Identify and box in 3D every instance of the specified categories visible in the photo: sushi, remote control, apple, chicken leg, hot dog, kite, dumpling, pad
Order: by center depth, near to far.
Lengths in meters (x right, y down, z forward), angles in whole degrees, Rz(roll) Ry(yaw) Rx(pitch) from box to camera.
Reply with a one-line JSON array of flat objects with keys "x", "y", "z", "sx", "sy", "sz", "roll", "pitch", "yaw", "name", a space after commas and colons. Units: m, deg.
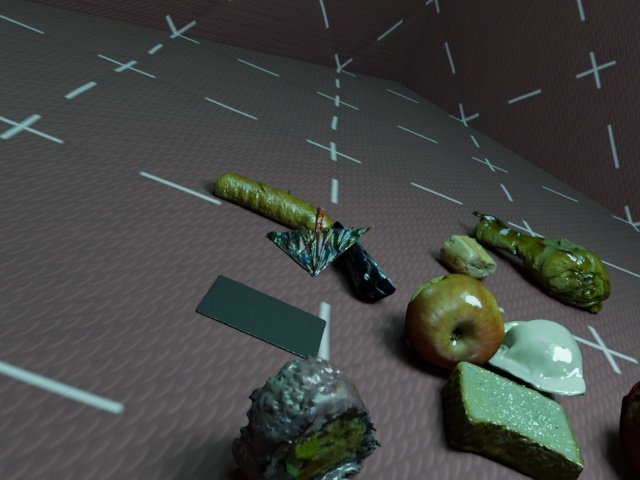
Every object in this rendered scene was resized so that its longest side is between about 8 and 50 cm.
[{"x": -0.001, "y": 0.223, "z": 0.836, "sx": 0.241, "sy": 0.161, "sz": 0.107, "roll": -3, "pitch": 34, "yaw": -45, "name": "sushi"}, {"x": -0.095, "y": 0.129, "z": 1.140, "sx": 0.211, "sy": 0.003, "sz": 0.143, "roll": 24, "pitch": 24, "yaw": -1, "name": "pad"}, {"x": 0.245, "y": 0.144, "z": 1.234, "sx": 0.199, "sy": 0.199, "sz": 0.199, "roll": 20, "pitch": 24, "yaw": -9, "name": "apple"}, {"x": 0.396, "y": 0.224, "z": 1.264, "sx": 0.179, "sy": 0.131, "sz": 0.252, "roll": 6, "pitch": 25, "yaw": -3, "name": "dumpling"}, {"x": 0.000, "y": 0.000, "z": 1.396, "sx": 0.232, "sy": 0.009, "sz": 0.189, "roll": 0, "pitch": 51, "yaw": 4, "name": "kite"}, {"x": 0.075, "y": 0.043, "z": 1.417, "sx": 0.090, "sy": 0.066, "sz": 0.266, "roll": 53, "pitch": 1, "yaw": -34, "name": "remote control"}, {"x": -0.103, "y": -0.080, "z": 1.505, "sx": 0.286, "sy": 0.061, "sz": 0.088, "roll": 20, "pitch": 35, "yaw": -7, "name": "hot dog"}, {"x": 0.590, "y": 0.040, "z": 1.833, "sx": 0.429, "sy": 0.153, "sz": 0.201, "roll": 32, "pitch": 11, "yaw": 34, "name": "chicken leg"}]

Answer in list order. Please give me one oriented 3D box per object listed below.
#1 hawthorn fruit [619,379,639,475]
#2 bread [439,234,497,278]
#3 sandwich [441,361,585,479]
[{"x": 0.667, "y": 0.346, "z": 1.117, "sx": 0.307, "sy": 0.265, "sz": 0.265, "roll": 51, "pitch": 30, "yaw": 10, "name": "hawthorn fruit"}, {"x": 0.363, "y": 0.045, "z": 1.660, "sx": 0.125, "sy": 0.082, "sz": 0.106, "roll": 18, "pitch": 33, "yaw": -40, "name": "bread"}, {"x": 0.309, "y": 0.298, "z": 1.093, "sx": 0.214, "sy": 0.065, "sz": 0.186, "roll": 24, "pitch": 24, "yaw": -2, "name": "sandwich"}]
